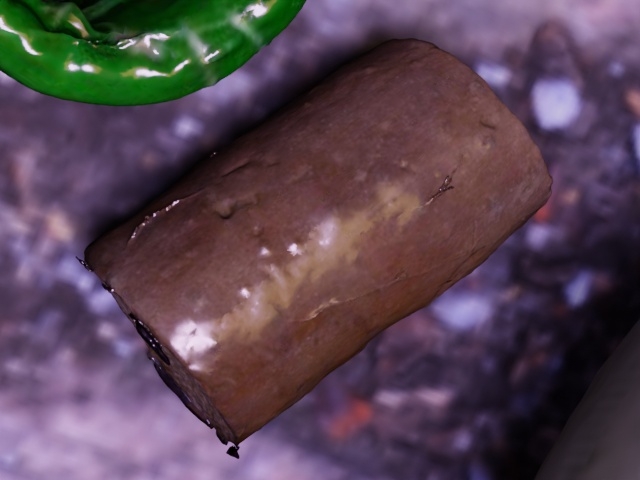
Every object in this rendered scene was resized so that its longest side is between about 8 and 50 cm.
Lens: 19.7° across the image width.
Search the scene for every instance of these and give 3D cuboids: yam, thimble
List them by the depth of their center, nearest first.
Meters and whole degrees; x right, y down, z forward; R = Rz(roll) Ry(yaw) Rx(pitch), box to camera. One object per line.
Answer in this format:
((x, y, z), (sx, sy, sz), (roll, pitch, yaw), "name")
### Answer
((-0.058, -0.100, 0.497), (0.130, 0.090, 0.118), (-34, 113, -12), "thimble")
((-0.002, -0.002, 0.548), (0.127, 0.084, 0.084), (-39, 113, -12), "yam")

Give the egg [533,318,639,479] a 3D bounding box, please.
((0.209, 0.159, 0.523), (0.345, 0.345, 0.428), (25, 77, -25), "egg")
